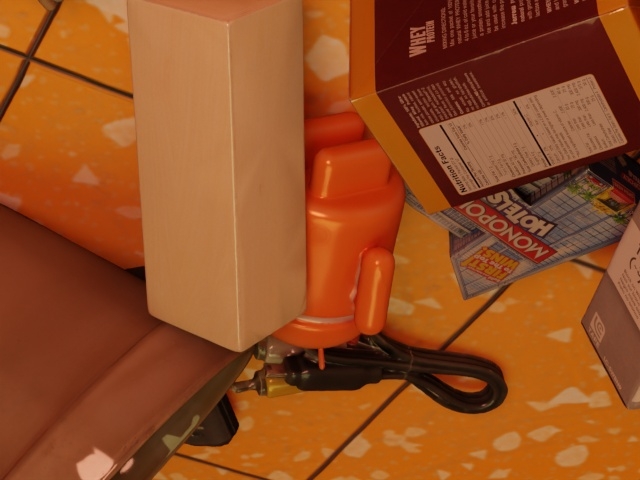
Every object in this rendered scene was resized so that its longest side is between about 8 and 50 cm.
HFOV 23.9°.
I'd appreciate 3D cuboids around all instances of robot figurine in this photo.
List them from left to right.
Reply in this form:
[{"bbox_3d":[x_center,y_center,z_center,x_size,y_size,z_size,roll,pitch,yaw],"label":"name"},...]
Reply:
[{"bbox_3d":[-0.001,-0.001,1.284,0.158,0.128,0.219,18,125,10],"label":"robot figurine"}]

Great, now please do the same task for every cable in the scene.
[{"bbox_3d":[0.057,0.107,1.507,0.287,0.072,0.139,3,125,-20],"label":"cable"}]

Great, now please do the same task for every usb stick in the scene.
[{"bbox_3d":[-0.146,0.122,1.516,0.077,0.045,0.278,-5,140,11],"label":"usb stick"}]

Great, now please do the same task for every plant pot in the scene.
[{"bbox_3d":[-0.263,0.116,1.313,0.280,0.323,0.323,43,135,6],"label":"plant pot"}]

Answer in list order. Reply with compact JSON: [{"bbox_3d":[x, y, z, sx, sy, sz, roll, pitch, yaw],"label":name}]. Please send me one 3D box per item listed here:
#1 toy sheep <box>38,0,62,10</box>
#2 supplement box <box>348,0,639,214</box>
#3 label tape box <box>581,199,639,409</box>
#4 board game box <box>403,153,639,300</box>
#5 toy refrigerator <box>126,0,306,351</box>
[{"bbox_3d":[-0.193,-0.211,1.090,0.132,0.091,0.091,-27,135,5],"label":"toy sheep"},{"bbox_3d":[0.133,-0.152,1.063,0.194,0.191,0.129,-17,136,21],"label":"supplement box"},{"bbox_3d":[0.382,-0.008,1.244,0.241,0.106,0.333,-9,144,-17],"label":"label tape box"},{"bbox_3d":[0.157,-0.033,1.309,0.194,0.060,0.194,30,132,-30],"label":"board game box"},{"bbox_3d":[-0.073,-0.062,1.164,0.102,0.094,0.269,19,124,34],"label":"toy refrigerator"}]
